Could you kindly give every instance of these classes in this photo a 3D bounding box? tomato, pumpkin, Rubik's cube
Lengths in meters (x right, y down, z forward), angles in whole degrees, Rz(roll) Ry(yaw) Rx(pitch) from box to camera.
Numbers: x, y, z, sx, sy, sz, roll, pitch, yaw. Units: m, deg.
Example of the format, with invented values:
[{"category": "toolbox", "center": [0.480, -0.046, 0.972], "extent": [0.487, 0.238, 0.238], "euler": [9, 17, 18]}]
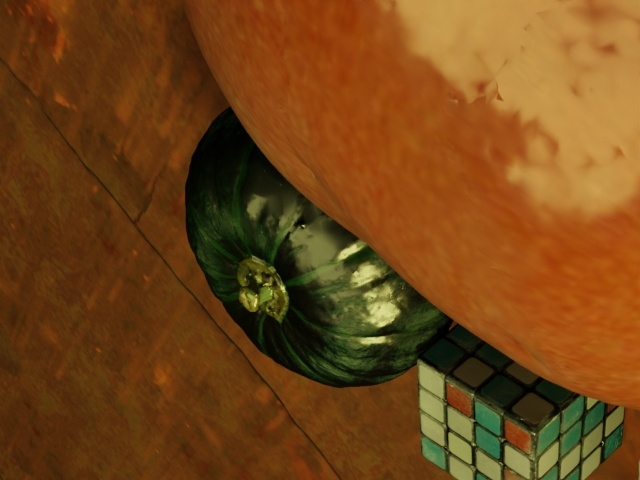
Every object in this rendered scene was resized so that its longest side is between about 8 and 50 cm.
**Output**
[{"category": "tomato", "center": [0.098, -0.097, 0.554], "extent": [0.341, 0.341, 0.273], "euler": [35, 119, 28]}, {"category": "pumpkin", "center": [0.000, 0.000, 1.014], "extent": [0.202, 0.140, 0.202], "euler": [34, 148, 26]}, {"category": "Rubik's cube", "center": [0.122, 0.097, 0.991], "extent": [0.092, 0.092, 0.092], "euler": [32, 145, 33]}]

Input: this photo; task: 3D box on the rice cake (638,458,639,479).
[{"category": "rice cake", "center": [0.260, 0.158, 0.889], "extent": [0.206, 0.063, 0.069], "euler": [29, 150, 35]}]
